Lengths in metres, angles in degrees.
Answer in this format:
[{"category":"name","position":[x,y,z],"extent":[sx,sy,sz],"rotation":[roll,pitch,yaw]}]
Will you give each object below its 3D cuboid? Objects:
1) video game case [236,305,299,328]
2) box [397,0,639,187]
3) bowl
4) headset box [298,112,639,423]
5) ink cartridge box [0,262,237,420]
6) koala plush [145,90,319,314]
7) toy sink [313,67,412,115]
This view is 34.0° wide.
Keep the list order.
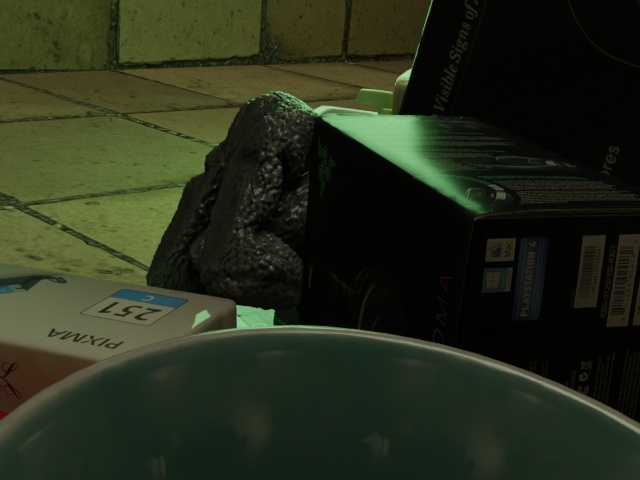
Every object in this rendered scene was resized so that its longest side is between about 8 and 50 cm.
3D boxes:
[{"category":"video game case","position":[-0.110,0.095,0.893],"extent":[0.274,0.026,0.196],"rotation":[-3,18,-27]},{"category":"box","position":[0.357,-0.155,0.948],"extent":[0.471,0.480,0.297],"rotation":[24,21,21]},{"category":"bowl","position":[0.018,0.180,0.343],"extent":[0.311,0.163,0.311],"rotation":[11,26,-5]},{"category":"headset box","position":[0.082,0.058,0.681],"extent":[0.131,0.246,0.283],"rotation":[-1,18,-18]},{"category":"ink cartridge box","position":[-0.245,0.091,0.731],"extent":[0.296,0.066,0.261],"rotation":[7,19,21]},{"category":"koala plush","position":[0.000,0.000,0.917],"extent":[0.221,0.203,0.196],"rotation":[28,-18,-24]},{"category":"toy sink","position":[0.035,-0.076,1.145],"extent":[0.131,0.234,0.153],"rotation":[9,18,12]}]
